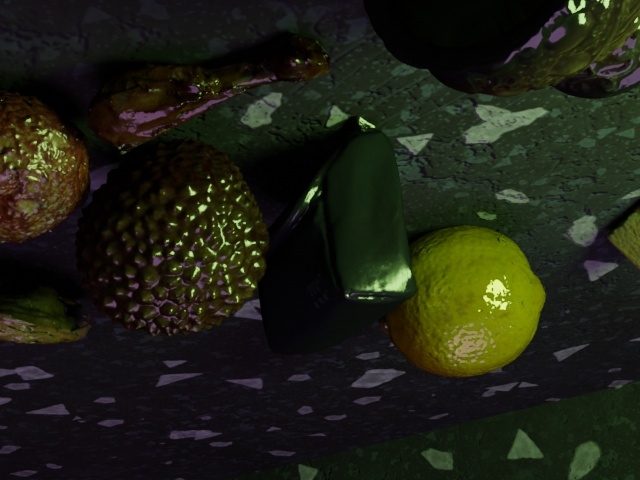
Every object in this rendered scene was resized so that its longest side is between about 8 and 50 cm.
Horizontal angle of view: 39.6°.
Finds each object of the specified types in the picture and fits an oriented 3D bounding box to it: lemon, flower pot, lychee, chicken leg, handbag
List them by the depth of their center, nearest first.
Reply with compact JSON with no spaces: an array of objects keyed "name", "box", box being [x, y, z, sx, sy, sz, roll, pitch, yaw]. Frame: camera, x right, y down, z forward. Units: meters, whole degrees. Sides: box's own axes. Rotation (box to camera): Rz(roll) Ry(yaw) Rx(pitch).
[{"name":"flower pot","box":[0.216,-0.256,0.849,0.266,0.266,0.267,-28,158,37]},{"name":"chicken leg","box":[-0.136,-0.187,1.082,0.304,0.093,0.113,-16,171,1]},{"name":"lychee","box":[-0.206,-0.001,1.200,0.267,0.267,0.267,-6,154,-3]},{"name":"handbag","box":[-0.003,0.001,1.283,0.178,0.275,0.302,-3,160,-24]},{"name":"lemon","box":[0.249,0.108,1.569,0.293,0.293,0.293,-6,154,-3]}]

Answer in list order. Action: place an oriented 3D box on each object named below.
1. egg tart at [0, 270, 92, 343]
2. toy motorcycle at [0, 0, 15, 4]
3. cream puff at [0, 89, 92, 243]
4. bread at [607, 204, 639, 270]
[{"name":"egg tart","box":[-0.548,0.125,1.579,0.297,0.132,0.297,2,167,0]},{"name":"toy motorcycle","box":[-0.386,-0.298,0.770,0.171,0.089,0.298,-14,154,17]},{"name":"cream puff","box":[-0.407,-0.085,1.131,0.240,0.164,0.240,-8,160,-3]},{"name":"bread","box":[0.645,-0.031,1.569,0.178,0.141,0.266,14,149,-8]}]
